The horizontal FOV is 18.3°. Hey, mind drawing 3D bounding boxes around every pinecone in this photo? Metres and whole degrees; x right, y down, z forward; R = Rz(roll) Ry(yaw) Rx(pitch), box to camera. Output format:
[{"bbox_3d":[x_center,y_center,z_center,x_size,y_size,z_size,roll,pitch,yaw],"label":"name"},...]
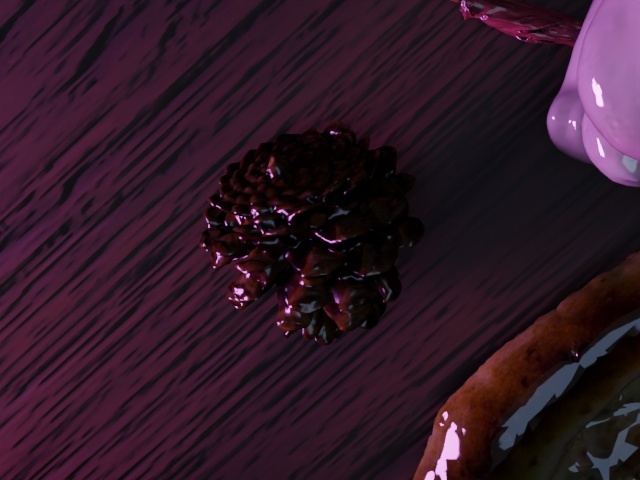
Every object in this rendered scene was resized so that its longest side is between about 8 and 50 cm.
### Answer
[{"bbox_3d":[-0.001,-0.001,1.213,0.140,0.140,0.121,-12,124,7],"label":"pinecone"}]

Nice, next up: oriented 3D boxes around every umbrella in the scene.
[{"bbox_3d":[0.142,-0.132,1.232,0.165,0.027,0.025,17,98,4],"label":"umbrella"}]

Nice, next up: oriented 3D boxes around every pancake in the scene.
[{"bbox_3d":[0.193,0.201,1.250,0.305,0.067,0.427,44,97,-3],"label":"pancake"}]

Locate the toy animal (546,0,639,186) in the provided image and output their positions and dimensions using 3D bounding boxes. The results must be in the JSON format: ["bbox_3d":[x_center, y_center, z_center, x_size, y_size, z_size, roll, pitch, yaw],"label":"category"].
[{"bbox_3d":[0.247,-0.126,1.046,0.196,0.367,0.241,18,93,1],"label":"toy animal"}]
